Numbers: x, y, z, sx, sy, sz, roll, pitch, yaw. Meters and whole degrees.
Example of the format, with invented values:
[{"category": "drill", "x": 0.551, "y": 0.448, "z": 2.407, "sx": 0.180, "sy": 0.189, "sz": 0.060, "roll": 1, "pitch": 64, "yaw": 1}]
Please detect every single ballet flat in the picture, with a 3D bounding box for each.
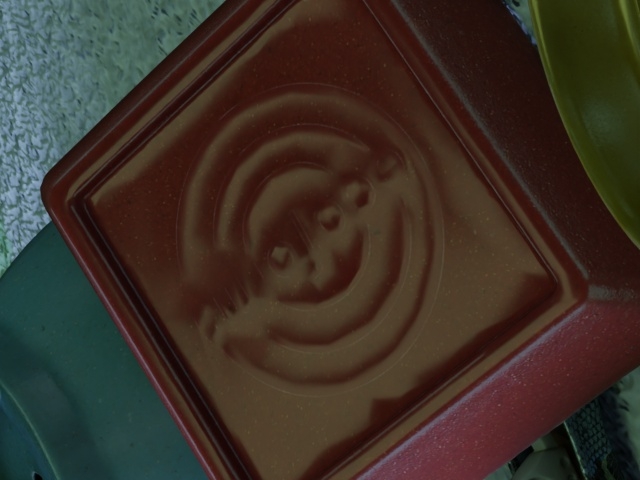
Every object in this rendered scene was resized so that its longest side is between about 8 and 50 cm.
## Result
[{"category": "ballet flat", "x": 0.101, "y": 0.096, "z": 0.839, "sx": 0.070, "sy": 0.070, "sz": 0.188, "roll": -32, "pitch": 83, "yaw": 58}]

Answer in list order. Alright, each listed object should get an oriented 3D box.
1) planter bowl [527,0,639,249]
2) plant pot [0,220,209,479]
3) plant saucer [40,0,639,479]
[{"category": "planter bowl", "x": 0.153, "y": -0.093, "z": 0.596, "sx": 0.217, "sy": 0.090, "sz": 0.217, "roll": 167, "pitch": 90, "yaw": -73}, {"category": "plant pot", "x": -0.096, "y": 0.105, "z": 1.013, "sx": 0.293, "sy": 0.196, "sz": 0.293, "roll": 33, "pitch": 134, "yaw": 42}, {"category": "plant saucer", "x": 0.000, "y": 0.000, "z": 0.824, "sx": 0.258, "sy": 0.048, "sz": 0.259, "roll": -40, "pitch": 73, "yaw": 25}]
